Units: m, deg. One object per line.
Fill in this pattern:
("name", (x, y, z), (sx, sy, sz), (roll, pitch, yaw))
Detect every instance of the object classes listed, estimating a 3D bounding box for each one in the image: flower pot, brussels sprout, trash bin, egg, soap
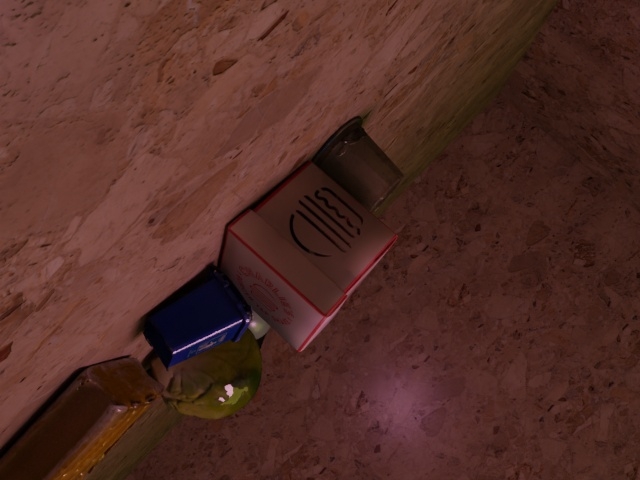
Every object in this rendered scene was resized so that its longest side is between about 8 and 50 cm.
("flower pot", (0.107, -0.187, 1.542), (0.212, 0.203, 0.212), (-49, 175, -6))
("brussels sprout", (-0.342, 0.388, 1.779), (0.344, 0.344, 0.268), (-42, -179, -31))
("trash bin", (-0.307, 0.193, 1.439), (0.235, 0.184, 0.162), (-27, 162, -34))
("egg", (-0.248, 0.262, 2.023), (0.168, 0.168, 0.231), (-46, 179, 1))
("soap", (-0.561, 0.451, 1.378), (0.335, 0.156, 0.293), (-47, 169, 2))

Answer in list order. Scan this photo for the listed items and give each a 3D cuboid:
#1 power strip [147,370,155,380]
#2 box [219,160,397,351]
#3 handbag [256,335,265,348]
("power strip", (-0.537, 0.470, 1.877), (0.154, 0.078, 0.154), (-44, 175, -5))
("box", (-0.043, 0.045, 1.490), (0.300, 0.314, 0.312), (-45, 172, -28))
("handbag", (-0.295, 0.363, 2.380), (0.244, 0.088, 0.275), (-65, 157, 9))
